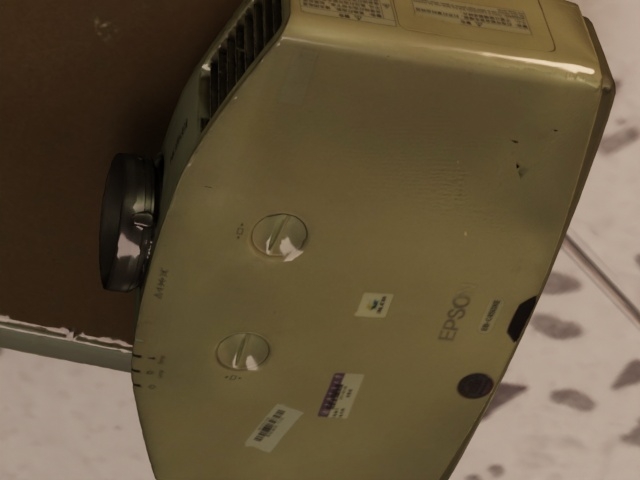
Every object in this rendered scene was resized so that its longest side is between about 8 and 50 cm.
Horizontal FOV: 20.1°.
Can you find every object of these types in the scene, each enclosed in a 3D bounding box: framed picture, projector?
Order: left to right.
[{"bbox_3d":[-0.133,-0.062,0.826,0.232,0.019,0.296,13,129,-11],"label":"framed picture"},{"bbox_3d":[0.000,0.000,0.811,0.193,0.088,0.269,7,129,-15],"label":"projector"}]
